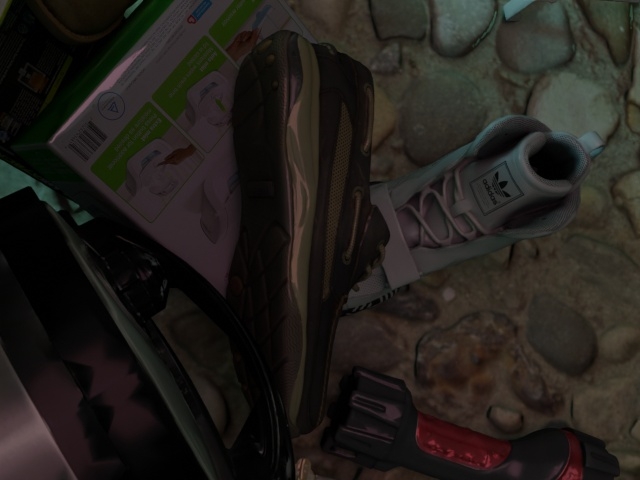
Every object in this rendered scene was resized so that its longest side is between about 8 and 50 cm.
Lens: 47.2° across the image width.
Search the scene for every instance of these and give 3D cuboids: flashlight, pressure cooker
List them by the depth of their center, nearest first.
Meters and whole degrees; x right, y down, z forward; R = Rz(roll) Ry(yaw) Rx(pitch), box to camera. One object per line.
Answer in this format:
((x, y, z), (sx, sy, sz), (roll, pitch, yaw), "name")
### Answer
((-0.235, 0.169, 0.528), (0.420, 0.375, 0.370), (-32, 96, -17), "pressure cooker")
((0.162, 0.215, 0.783), (0.304, 0.103, 0.103), (22, 47, -9), "flashlight")

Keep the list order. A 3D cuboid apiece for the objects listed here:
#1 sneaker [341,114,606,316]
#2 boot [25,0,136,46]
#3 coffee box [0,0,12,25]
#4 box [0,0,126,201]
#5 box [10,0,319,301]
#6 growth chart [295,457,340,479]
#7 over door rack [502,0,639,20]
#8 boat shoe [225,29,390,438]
((0.114, -0.030, 0.760), (0.365, 0.210, 0.137), (-21, 84, -18), "sneaker")
((-0.183, -0.294, 0.708), (0.112, 0.115, 0.305), (56, 32, -31), "boot")
((-0.375, -0.199, 0.406), (0.334, 0.337, 0.338), (25, 84, -40), "coffee box")
((-0.255, -0.155, 0.725), (0.184, 0.045, 0.191), (37, 67, -45), "box")
((-0.111, -0.110, 0.717), (0.231, 0.126, 0.262), (45, 68, -31), "box")
((0.020, 0.316, 0.724), (0.237, 0.021, 0.172), (31, 68, -29), "growth chart")
((0.378, -0.428, 0.974), (0.324, 0.108, 0.240), (-9, 80, -17), "over door rack")
((0.000, 0.000, 0.648), (0.130, 0.132, 0.355), (-1, 99, -29), "boat shoe")
